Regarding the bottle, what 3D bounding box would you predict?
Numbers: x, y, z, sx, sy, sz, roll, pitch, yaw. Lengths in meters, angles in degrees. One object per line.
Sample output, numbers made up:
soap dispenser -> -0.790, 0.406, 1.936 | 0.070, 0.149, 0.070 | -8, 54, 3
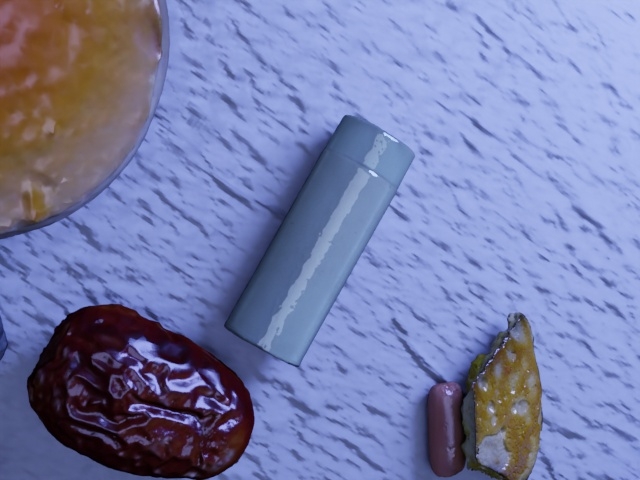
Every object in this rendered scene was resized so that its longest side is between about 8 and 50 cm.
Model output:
bottle -> 0.000, 0.000, 0.751 | 0.072, 0.072, 0.201 | 30, 86, -13

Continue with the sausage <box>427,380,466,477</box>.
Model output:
sausage -> 0.112, 0.167, 0.808 | 0.034, 0.034, 0.083 | -3, 93, -13

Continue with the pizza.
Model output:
pizza -> 0.159, 0.146, 0.807 | 0.099, 0.036, 0.159 | -10, 98, -36

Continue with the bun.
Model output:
bun -> -0.255, -0.150, 0.635 | 0.299, 0.165, 0.298 | -7, 109, -21

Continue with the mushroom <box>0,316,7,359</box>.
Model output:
mushroom -> -0.266, 0.054, 0.621 | 0.081, 0.223, 0.092 | 29, 74, -3

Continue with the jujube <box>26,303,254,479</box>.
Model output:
jujube -> -0.135, 0.123, 0.710 | 0.176, 0.109, 0.112 | 30, 121, -16
